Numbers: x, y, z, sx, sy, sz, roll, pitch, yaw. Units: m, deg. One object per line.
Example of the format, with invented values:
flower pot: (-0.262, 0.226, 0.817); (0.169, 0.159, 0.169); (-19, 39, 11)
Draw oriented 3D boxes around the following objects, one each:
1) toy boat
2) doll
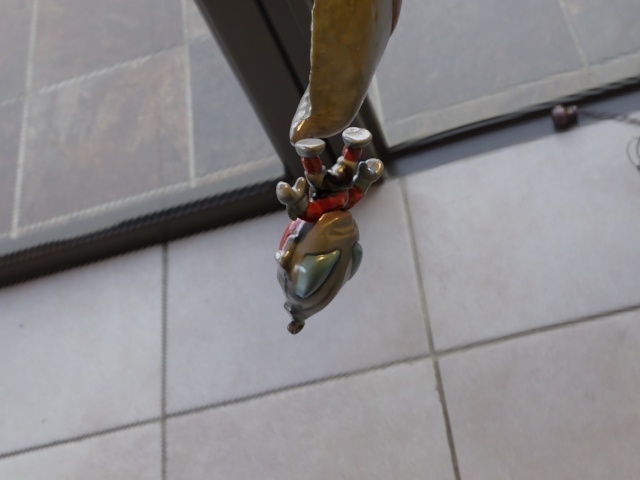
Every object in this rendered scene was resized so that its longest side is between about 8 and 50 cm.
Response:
toy boat: (0.027, -0.239, 0.611); (0.111, 0.276, 0.293); (0, 27, 3)
doll: (0.001, 0.001, 0.467); (0.039, 0.114, 0.057); (18, 30, 13)
